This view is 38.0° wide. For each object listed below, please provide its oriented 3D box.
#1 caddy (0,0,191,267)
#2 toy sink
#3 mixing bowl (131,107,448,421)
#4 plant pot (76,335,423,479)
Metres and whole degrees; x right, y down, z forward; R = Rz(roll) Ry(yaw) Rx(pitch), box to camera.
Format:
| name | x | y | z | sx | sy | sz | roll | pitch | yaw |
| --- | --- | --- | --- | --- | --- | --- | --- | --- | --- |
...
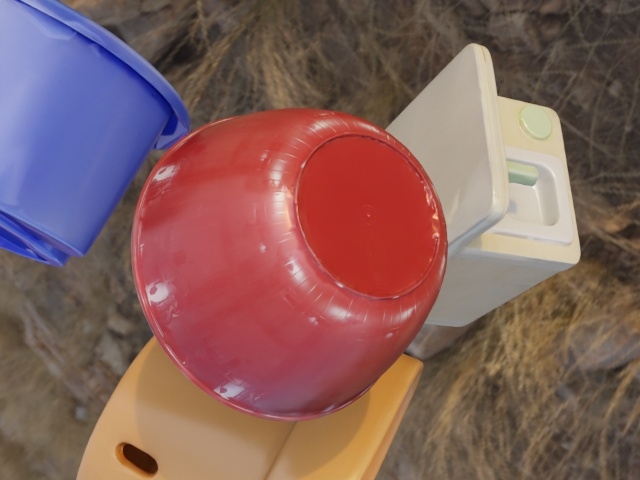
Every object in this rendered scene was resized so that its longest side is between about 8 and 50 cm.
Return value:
| name | x | y | z | sx | sy | sz | roll | pitch | yaw |
| --- | --- | --- | --- | --- | --- | --- | --- | --- | --- |
| caddy | -0.260 | -0.119 | 0.647 | 0.341 | 0.179 | 0.241 | 27 | 166 | -19 |
| toy sink | 0.131 | -0.036 | 0.803 | 0.131 | 0.153 | 0.234 | 8 | 153 | -23 |
| mixing bowl | 0.000 | 0.000 | 0.498 | 0.181 | 0.181 | 0.098 | 50 | 146 | -8 |
| plant pot | -0.065 | 0.189 | 0.780 | 0.203 | 0.291 | 0.291 | 25 | 142 | 12 |
